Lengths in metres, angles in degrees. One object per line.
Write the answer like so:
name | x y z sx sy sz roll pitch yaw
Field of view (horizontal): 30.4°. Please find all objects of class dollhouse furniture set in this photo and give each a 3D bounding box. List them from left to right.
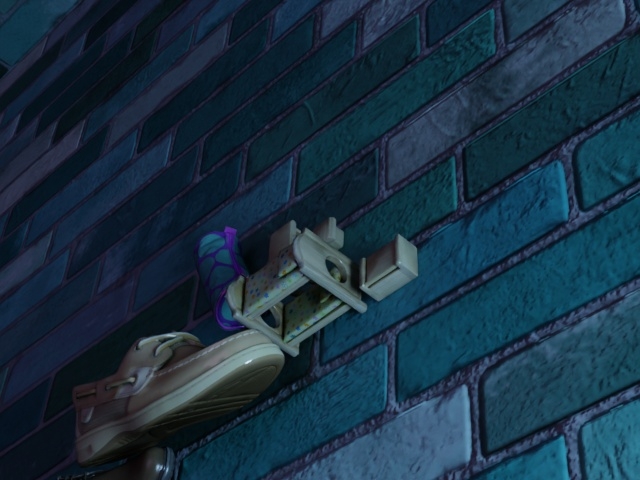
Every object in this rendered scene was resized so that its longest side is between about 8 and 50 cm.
dollhouse furniture set | 0.000 0.000 1.253 0.182 0.101 0.161 -36 34 30

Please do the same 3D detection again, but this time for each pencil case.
pencil case | -0.109 0.045 1.408 0.070 0.064 0.152 -63 26 18

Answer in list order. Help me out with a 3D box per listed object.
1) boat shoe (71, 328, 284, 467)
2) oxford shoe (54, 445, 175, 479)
boat shoe | -0.176 0.155 1.297 0.341 0.121 0.110 -30 71 39
oxford shoe | -0.254 0.296 1.327 0.227 0.096 0.083 -40 30 22
